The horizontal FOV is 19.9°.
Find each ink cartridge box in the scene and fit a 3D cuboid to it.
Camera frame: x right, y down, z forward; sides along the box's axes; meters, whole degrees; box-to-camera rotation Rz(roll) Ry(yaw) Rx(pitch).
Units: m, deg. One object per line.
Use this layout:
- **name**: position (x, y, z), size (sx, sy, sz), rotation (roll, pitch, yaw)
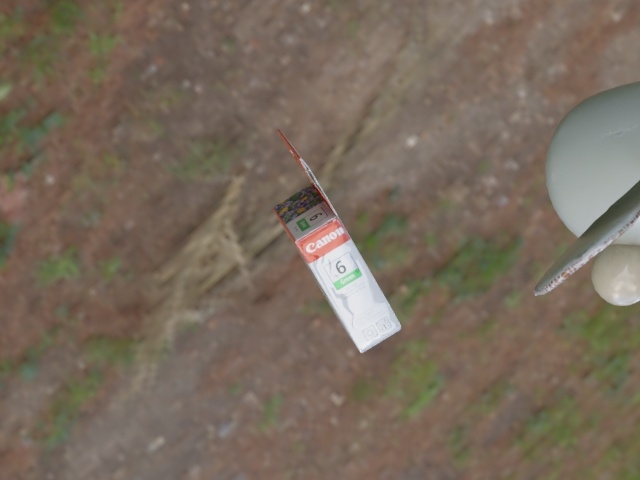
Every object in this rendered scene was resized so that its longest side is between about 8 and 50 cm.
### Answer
- **ink cartridge box**: position (0.000, 0.000, 0.996), size (0.029, 0.063, 0.115), rotation (-32, 112, -1)

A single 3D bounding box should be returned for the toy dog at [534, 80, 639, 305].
- **toy dog**: position (0.191, 0.006, 0.642), size (0.334, 0.220, 0.161), rotation (115, -14, -81)
